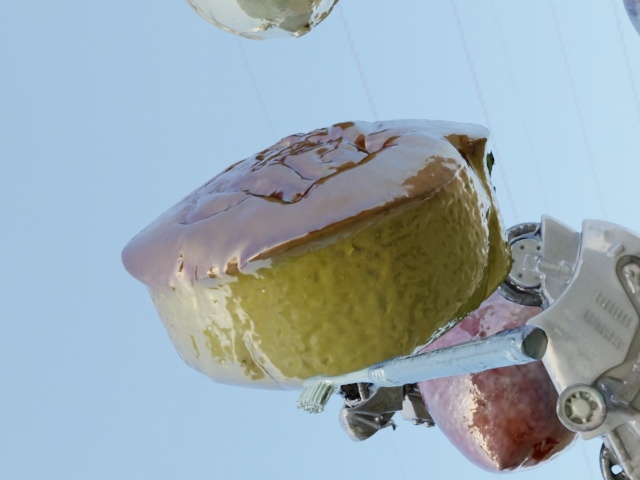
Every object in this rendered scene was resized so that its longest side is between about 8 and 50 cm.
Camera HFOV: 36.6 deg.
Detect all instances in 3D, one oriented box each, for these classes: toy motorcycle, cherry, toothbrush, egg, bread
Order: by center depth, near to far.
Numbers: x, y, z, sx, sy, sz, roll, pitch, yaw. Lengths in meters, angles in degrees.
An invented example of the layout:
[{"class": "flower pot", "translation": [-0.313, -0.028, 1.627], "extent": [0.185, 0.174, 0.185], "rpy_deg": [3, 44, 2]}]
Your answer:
[{"class": "toothbrush", "translation": [0.036, 0.065, 0.466], "extent": [0.016, 0.219, 0.019], "rpy_deg": [37, -116, -13]}, {"class": "bread", "translation": [0.000, 0.000, 0.683], "extent": [0.270, 0.270, 0.148], "rpy_deg": [-28, -74, -30]}, {"class": "toy motorcycle", "translation": [0.258, 0.080, 0.801], "extent": [0.171, 0.110, 0.260], "rpy_deg": [-30, -105, 10]}, {"class": "cherry", "translation": [0.190, 0.136, 0.959], "extent": [0.192, 0.175, 0.249], "rpy_deg": [36, -144, -6]}, {"class": "egg", "translation": [-0.076, -0.324, 0.977], "extent": [0.201, 0.201, 0.244], "rpy_deg": [-21, -114, -33]}, {"class": "toy motorcycle", "translation": [0.094, 0.215, 1.303], "extent": [0.215, 0.080, 0.122], "rpy_deg": [19, -117, -41]}]

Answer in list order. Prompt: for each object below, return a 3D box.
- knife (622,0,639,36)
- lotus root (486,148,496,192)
[{"class": "knife", "translation": [0.411, -0.250, 1.173], "extent": [0.278, 0.053, 0.123], "rpy_deg": [22, -98, -51]}, {"class": "lotus root", "translation": [0.099, -0.057, 1.199], "extent": [0.186, 0.186, 0.186], "rpy_deg": [-7, -78, -36]}]
